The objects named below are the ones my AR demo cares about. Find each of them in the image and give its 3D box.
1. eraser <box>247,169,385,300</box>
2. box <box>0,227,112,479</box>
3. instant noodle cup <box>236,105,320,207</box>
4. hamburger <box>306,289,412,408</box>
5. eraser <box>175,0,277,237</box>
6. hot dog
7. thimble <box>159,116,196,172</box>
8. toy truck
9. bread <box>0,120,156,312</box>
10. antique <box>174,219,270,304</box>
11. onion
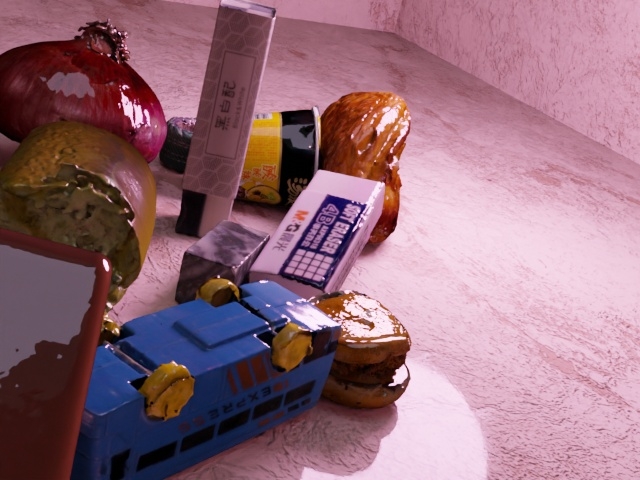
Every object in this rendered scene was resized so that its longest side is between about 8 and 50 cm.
[{"bbox_3d":[0.000,0.000,1.537,0.130,0.086,0.287,15,43,15],"label":"eraser"},{"bbox_3d":[-0.314,0.161,0.757,0.230,0.239,0.339,13,58,-13],"label":"box"},{"bbox_3d":[-0.122,-0.163,1.846,0.236,0.215,0.215,3,24,-8],"label":"instant noodle cup"},{"bbox_3d":[0.035,0.151,1.306,0.186,0.113,0.177,11,27,14],"label":"hamburger"},{"bbox_3d":[-0.165,-0.203,1.620,0.098,0.403,0.096,12,21,-5],"label":"eraser"},{"bbox_3d":[0.083,-0.148,1.832,0.174,0.266,0.387,2,21,-6],"label":"hot dog"},{"bbox_3d":[-0.266,-0.198,1.965,0.119,0.090,0.135,25,22,19],"label":"thimble"},{"bbox_3d":[-0.148,0.159,1.092,0.161,0.162,0.385,29,28,32],"label":"toy truck"},{"bbox_3d":[-0.373,-0.056,1.438,0.251,0.208,0.376,15,18,-9],"label":"bread"},{"bbox_3d":[-0.147,0.038,1.478,0.086,0.088,0.183,18,22,9],"label":"antique"},{"bbox_3d":[-0.432,-0.272,1.735,0.348,0.285,0.347,23,10,-4],"label":"onion"}]
